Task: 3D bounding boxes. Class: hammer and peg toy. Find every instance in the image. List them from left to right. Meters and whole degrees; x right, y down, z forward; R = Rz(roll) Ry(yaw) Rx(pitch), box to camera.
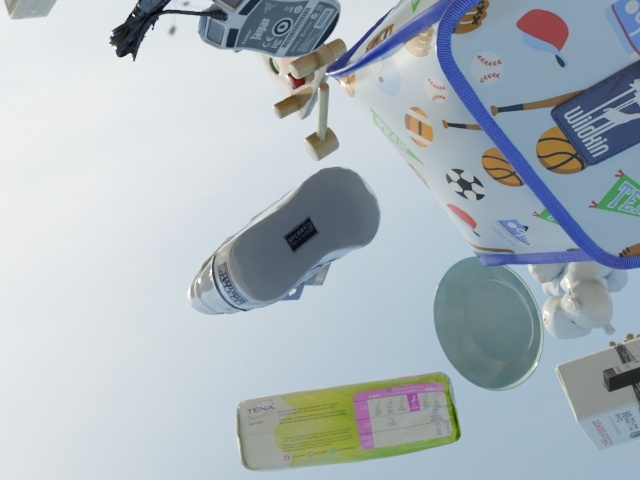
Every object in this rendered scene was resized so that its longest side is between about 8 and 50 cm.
[{"bbox_3d":[-0.042,-0.365,1.485,0.127,0.266,0.361,-32,-97,-21],"label":"hammer and peg toy"}]

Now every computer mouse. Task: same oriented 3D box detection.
[{"bbox_3d":[-0.064,-0.182,0.559,0.193,0.106,0.042,-9,-122,-46],"label":"computer mouse"}]

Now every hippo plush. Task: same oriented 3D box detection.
[{"bbox_3d":[0.656,0.130,1.727,0.234,0.294,0.236,28,-131,-22],"label":"hippo plush"}]

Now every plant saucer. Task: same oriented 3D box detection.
[{"bbox_3d":[0.246,0.116,1.027,0.037,0.195,0.195,-9,-152,-39],"label":"plant saucer"}]

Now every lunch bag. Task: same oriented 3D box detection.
[{"bbox_3d":[0.235,-0.146,0.715,0.239,0.328,0.385,-49,-161,-21],"label":"lunch bag"}]

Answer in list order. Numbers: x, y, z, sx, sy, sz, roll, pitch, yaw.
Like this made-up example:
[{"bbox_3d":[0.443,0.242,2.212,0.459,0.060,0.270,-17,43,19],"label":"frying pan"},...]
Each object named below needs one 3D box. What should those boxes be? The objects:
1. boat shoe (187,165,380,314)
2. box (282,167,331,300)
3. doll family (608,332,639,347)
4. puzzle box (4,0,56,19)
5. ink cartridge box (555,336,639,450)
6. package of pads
[{"bbox_3d":[-0.032,-0.003,0.706,0.084,0.095,0.258,-24,-178,39],"label":"boat shoe"},{"bbox_3d":[0.000,0.000,1.176,0.036,0.225,0.136,23,-178,14],"label":"box"},{"bbox_3d":[0.718,0.260,1.553,0.193,0.111,0.076,3,-144,32],"label":"doll family"},{"bbox_3d":[-0.364,-0.497,0.810,0.052,0.409,0.272,-19,-178,-35],"label":"puzzle box"},{"bbox_3d":[0.580,0.257,1.258,0.273,0.197,0.114,-23,-129,19],"label":"ink cartridge box"},{"bbox_3d":[0.034,0.264,1.012,0.296,0.229,0.101,-7,-108,-4],"label":"package of pads"}]
